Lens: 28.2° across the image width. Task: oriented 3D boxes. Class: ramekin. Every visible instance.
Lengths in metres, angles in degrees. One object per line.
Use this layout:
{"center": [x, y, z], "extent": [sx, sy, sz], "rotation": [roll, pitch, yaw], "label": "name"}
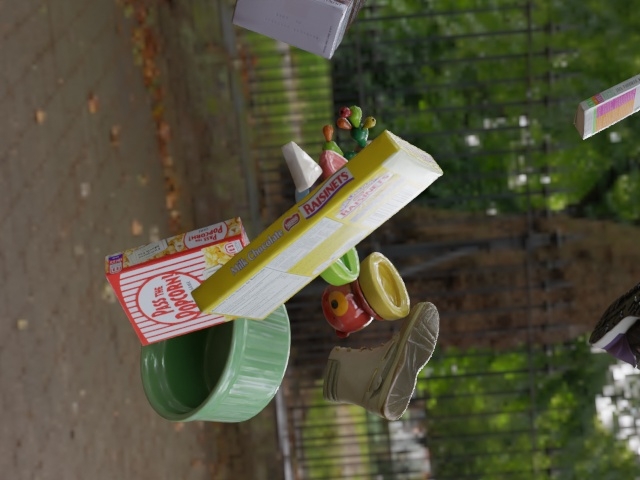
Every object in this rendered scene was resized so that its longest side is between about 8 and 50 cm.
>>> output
{"center": [-0.192, 0.196, 2.372], "extent": [0.303, 0.148, 0.303], "rotation": [-22, -119, 45], "label": "ramekin"}

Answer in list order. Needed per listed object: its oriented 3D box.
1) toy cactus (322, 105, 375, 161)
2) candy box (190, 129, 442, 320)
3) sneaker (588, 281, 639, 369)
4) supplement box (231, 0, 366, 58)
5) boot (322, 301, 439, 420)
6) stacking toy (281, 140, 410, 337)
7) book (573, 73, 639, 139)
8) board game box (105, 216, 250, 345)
{"center": [0.078, -0.168, 2.524], "extent": [0.180, 0.112, 0.219], "rotation": [-27, 118, -55], "label": "toy cactus"}
{"center": [-0.002, -0.007, 1.024], "extent": [0.027, 0.206, 0.105], "rotation": [57, 16, 22], "label": "candy box"}
{"center": [0.508, 0.116, 1.846], "extent": [0.107, 0.124, 0.283], "rotation": [-55, 179, -22], "label": "sneaker"}
{"center": [-0.006, -0.323, 1.555], "extent": [0.239, 0.130, 0.073], "rotation": [-64, 174, -52], "label": "supplement box"}
{"center": [0.100, 0.192, 2.167], "extent": [0.077, 0.165, 0.213], "rotation": [39, 69, -41], "label": "boot"}
{"center": [0.000, 0.000, 2.135], "extent": [0.279, 0.130, 0.309], "rotation": [25, 42, -53], "label": "stacking toy"}
{"center": [0.504, -0.235, 2.154], "extent": [0.096, 0.144, 0.035], "rotation": [72, -8, -68], "label": "book"}
{"center": [-0.180, 0.058, 1.752], "extent": [0.045, 0.193, 0.146], "rotation": [-102, 173, -48], "label": "board game box"}
